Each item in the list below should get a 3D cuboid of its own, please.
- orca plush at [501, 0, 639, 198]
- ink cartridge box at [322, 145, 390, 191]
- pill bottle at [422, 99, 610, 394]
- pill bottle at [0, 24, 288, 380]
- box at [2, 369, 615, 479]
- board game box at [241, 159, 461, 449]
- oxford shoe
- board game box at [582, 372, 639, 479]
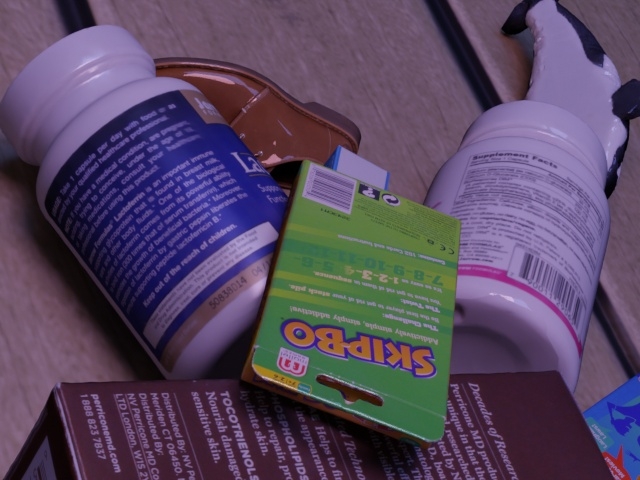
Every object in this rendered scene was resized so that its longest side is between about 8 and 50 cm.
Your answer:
[{"bbox_3d":[0.245,-0.125,1.579,0.151,0.102,0.287,-26,47,3],"label":"orca plush"},{"bbox_3d":[0.000,0.000,1.243,0.052,0.122,0.088,28,42,-15],"label":"ink cartridge box"},{"bbox_3d":[0.153,0.015,1.301,0.160,0.160,0.283,31,41,-5],"label":"pill bottle"},{"bbox_3d":[-0.115,-0.024,1.164,0.153,0.153,0.264,-23,67,-44],"label":"pill bottle"},{"bbox_3d":[-0.011,0.189,1.005,0.381,0.191,0.143,4,49,-32],"label":"box"},{"bbox_3d":[0.026,0.040,1.023,0.124,0.039,0.259,21,29,-5],"label":"board game box"},{"bbox_3d":[-0.064,-0.094,1.329,0.212,0.076,0.076,20,54,-16],"label":"oxford shoe"},{"bbox_3d":[0.248,0.212,1.264,0.210,0.047,0.160,-26,69,-44],"label":"board game box"}]
